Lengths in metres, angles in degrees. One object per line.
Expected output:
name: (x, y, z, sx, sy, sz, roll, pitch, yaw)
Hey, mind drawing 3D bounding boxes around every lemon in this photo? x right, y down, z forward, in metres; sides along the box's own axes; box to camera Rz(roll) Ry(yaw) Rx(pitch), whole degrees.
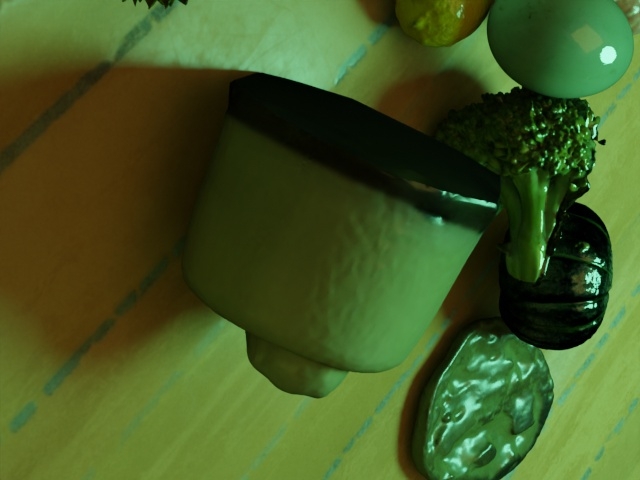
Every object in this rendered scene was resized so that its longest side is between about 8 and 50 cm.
lemon: (0.159, -0.306, 1.461, 0.155, 0.114, 0.114, -40, 127, -38)

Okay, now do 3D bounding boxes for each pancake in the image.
pancake: (0.247, 0.251, 1.757, 0.294, 0.049, 0.294, -13, 110, -38)

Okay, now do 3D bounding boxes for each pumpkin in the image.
pumpkin: (0.341, 0.050, 1.683, 0.220, 0.162, 0.220, 10, 90, -77)

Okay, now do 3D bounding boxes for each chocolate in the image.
chocolate: (0.000, 0.000, 1.285, 0.297, 0.314, 0.326, -64, 178, 18)

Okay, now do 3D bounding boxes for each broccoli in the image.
broccoli: (0.240, -0.093, 1.541, 0.180, 0.242, 0.273, 19, 81, -24)

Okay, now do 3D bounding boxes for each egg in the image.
egg: (0.300, -0.254, 1.451, 0.192, 0.149, 0.149, 21, 87, -14)

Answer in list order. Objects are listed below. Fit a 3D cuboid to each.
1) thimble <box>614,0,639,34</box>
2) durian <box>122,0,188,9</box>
thimble: (0.380, -0.387, 1.570, 0.239, 0.239, 0.162, -47, 127, -24)
durian: (-0.197, -0.369, 1.057, 0.172, 0.166, 0.306, -9, 107, -40)
